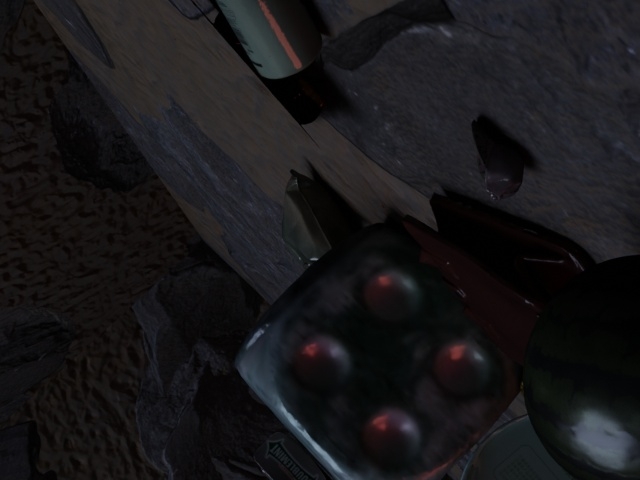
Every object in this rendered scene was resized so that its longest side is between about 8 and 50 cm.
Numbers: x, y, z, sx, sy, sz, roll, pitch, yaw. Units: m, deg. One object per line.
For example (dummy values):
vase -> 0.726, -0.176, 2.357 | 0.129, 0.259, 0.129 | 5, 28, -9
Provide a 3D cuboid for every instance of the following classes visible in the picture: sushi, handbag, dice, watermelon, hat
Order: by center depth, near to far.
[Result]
watermelon -> 0.273, 0.113, 0.805 | 0.212, 0.212, 0.212 | 45, 170, 11
hat -> 0.173, -0.082, 0.961 | 0.058, 0.042, 0.087 | 67, -168, -54
handbag -> 0.242, 0.076, 1.160 | 0.260, 0.084, 0.275 | 50, 170, -33
sushi -> -0.087, -0.258, 1.307 | 0.290, 0.050, 0.264 | 47, -176, -16
dice -> 0.088, 0.198, 1.528 | 0.348, 0.328, 0.330 | 46, 169, 6
handbag -> 0.000, 0.000, 1.736 | 0.270, 0.117, 0.183 | 80, 166, -71

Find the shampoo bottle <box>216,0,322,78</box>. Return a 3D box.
shampoo bottle -> -0.087, -0.295, 1.060 | 0.085, 0.085, 0.262 | 36, 165, 46

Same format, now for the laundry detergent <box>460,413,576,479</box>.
laundry detergent -> 0.339, 0.422, 1.474 | 0.287, 0.287, 0.305 | 44, 169, 18

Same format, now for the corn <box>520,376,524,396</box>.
corn -> 0.349, 0.230, 1.327 | 0.207, 0.068, 0.068 | 37, 166, 51

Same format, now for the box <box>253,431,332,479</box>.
box -> -0.037, 0.377, 1.597 | 0.120, 0.069, 0.224 | 44, 171, 17
